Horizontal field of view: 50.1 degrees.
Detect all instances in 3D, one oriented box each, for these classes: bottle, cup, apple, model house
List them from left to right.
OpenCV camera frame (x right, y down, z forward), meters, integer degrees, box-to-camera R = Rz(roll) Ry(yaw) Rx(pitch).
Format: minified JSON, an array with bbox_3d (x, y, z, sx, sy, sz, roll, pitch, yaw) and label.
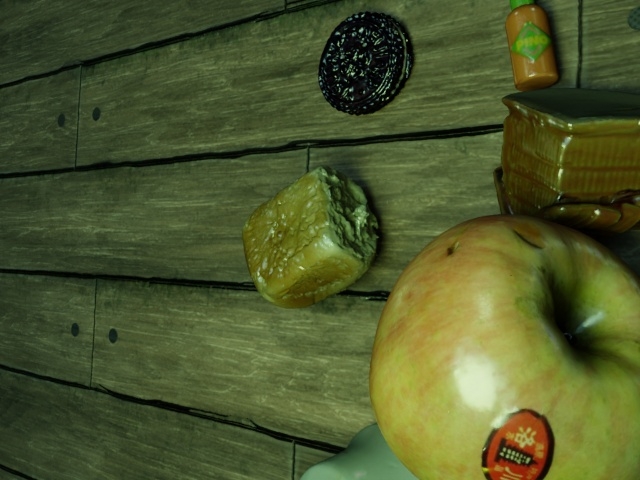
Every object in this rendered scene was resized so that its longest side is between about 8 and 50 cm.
[{"bbox_3d":[0.061,0.472,1.064,0.347,0.163,0.346,5,96,59],"label":"cup"},{"bbox_3d":[0.252,0.172,0.871,0.391,0.392,0.346,62,148,23],"label":"apple"},{"bbox_3d":[0.317,-0.326,1.051,0.069,0.069,0.186,-16,76,36],"label":"bottle"},{"bbox_3d":[0.363,-0.085,0.949,0.219,0.200,0.229,-102,12,-64],"label":"model house"}]

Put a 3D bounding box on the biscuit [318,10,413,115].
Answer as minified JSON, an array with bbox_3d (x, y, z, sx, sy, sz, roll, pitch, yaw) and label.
[{"bbox_3d":[0.078,-0.322,1.247,0.195,0.053,0.194,-2,86,38],"label":"biscuit"}]

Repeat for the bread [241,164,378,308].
[{"bbox_3d":[0.000,0.000,1.209,0.246,0.176,0.195,-33,55,34],"label":"bread"}]
